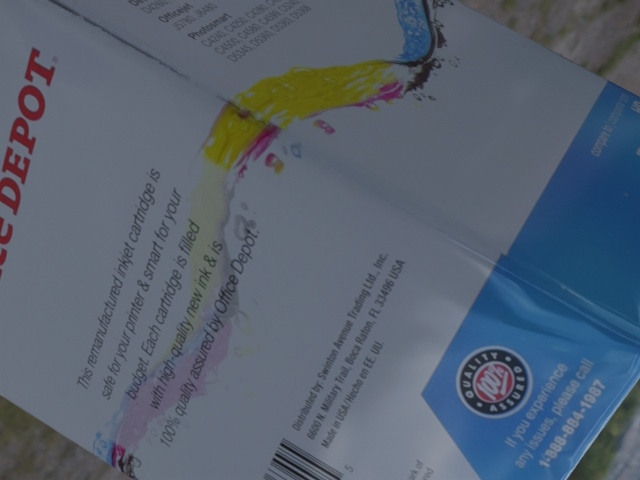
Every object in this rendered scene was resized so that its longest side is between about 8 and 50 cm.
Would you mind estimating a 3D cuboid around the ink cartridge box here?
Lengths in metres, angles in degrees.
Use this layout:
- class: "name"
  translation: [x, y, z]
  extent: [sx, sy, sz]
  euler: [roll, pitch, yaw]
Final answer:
- class: "ink cartridge box"
  translation: [0.000, 0.000, 0.534]
  extent: [0.197, 0.270, 0.198]
  euler: [-48, 166, -54]
